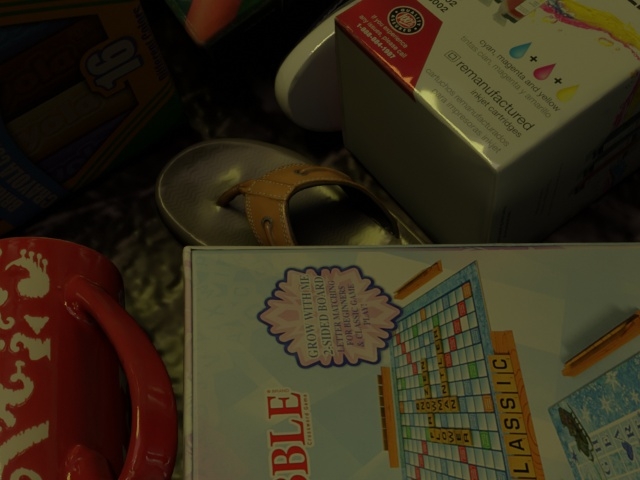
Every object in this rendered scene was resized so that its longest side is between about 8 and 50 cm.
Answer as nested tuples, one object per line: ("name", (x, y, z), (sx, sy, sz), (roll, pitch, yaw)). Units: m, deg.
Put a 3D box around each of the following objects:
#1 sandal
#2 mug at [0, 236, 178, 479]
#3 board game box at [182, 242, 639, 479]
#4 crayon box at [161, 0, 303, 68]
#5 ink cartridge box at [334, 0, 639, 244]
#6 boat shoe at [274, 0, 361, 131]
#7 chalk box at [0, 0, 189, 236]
("sandal", (0.000, 0.000, 0.514), (0.219, 0.060, 0.090), (35, 70, 21))
("mug", (-0.127, 0.089, 0.452), (0.150, 0.113, 0.169), (-13, 56, 8))
("board game box", (0.105, 0.134, 0.355), (0.318, 0.066, 0.318), (0, 46, -7))
("crayon box", (-0.082, -0.292, 0.541), (0.202, 0.081, 0.318), (-37, 93, -1))
("ink cartridge box", (0.117, -0.092, 0.514), (0.176, 0.127, 0.128), (-35, 64, -14))
("boat shoe", (0.053, -0.155, 0.588), (0.228, 0.080, 0.076), (-40, 48, -12))
("chalk box", (-0.256, -0.098, 0.524), (0.289, 0.179, 0.180), (-33, 63, -12))
